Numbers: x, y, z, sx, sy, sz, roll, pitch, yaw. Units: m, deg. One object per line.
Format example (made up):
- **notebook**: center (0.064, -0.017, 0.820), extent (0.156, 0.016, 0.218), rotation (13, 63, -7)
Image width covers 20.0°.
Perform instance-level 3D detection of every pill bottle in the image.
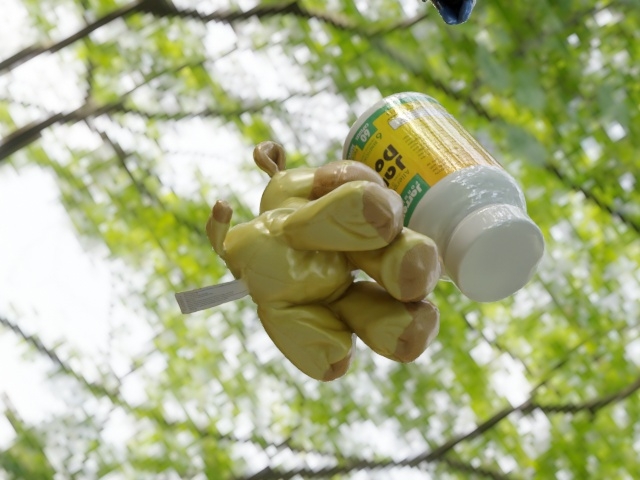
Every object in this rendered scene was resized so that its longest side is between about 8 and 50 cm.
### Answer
- **pill bottle**: center (0.112, -0.037, 1.626), extent (0.208, 0.118, 0.117), rotation (52, -16, 46)

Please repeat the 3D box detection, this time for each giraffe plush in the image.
- **giraffe plush**: center (0.000, 0.000, 1.492), extent (0.170, 0.210, 0.181), rotation (-72, 161, -60)

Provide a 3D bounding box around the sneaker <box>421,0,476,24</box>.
- **sneaker**: center (0.085, -0.209, 1.334), extent (0.052, 0.058, 0.135), rotation (-9, -34, 28)
